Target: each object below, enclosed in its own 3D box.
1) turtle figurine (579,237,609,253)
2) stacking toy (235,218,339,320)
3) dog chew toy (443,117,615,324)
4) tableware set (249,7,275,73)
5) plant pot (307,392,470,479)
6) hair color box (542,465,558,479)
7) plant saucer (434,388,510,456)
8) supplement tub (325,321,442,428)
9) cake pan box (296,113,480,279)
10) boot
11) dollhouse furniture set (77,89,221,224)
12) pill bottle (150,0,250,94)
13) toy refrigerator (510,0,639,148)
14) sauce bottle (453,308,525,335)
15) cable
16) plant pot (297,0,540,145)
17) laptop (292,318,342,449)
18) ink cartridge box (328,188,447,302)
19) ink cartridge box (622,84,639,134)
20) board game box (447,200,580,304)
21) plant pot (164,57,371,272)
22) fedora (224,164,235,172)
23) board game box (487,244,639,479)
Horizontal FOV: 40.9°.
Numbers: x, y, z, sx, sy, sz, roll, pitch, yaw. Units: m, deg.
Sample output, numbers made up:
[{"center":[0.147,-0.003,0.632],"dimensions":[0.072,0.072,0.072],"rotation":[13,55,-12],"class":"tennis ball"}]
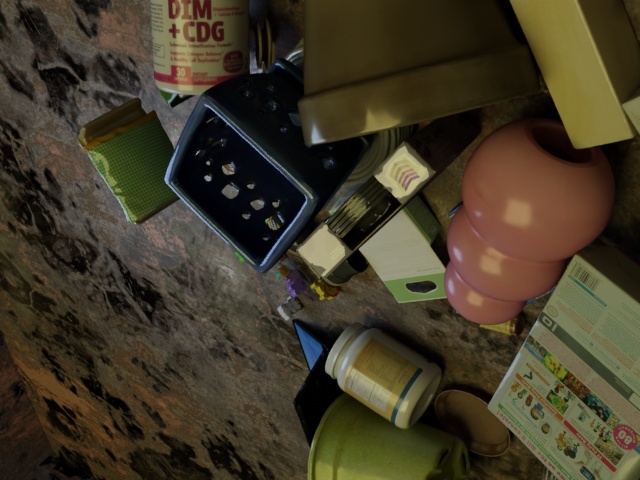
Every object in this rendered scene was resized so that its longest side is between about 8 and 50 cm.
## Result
[{"center":[0.470,0.095,1.222],"dimensions":[0.234,0.118,0.175],"rotation":[31,112,30],"class":"turtle figurine"},{"center":[-0.076,0.056,1.806],"dimensions":[0.221,0.052,0.167],"rotation":[53,141,-3],"class":"stacking toy"},{"center":[0.278,-0.008,1.232],"dimensions":[0.206,0.206,0.332],"rotation":[34,132,18],"class":"dog chew toy"},{"center":[-0.106,-0.287,1.471],"dimensions":[0.128,0.039,0.194],"rotation":[-104,14,-46],"class":"tableware set"},{"center":[0.156,0.464,1.760],"dimensions":[0.254,0.276,0.276],"rotation":[6,127,36],"class":"plant pot"},{"center":[0.560,0.445,1.467],"dimensions":[0.347,0.105,0.174],"rotation":[22,136,30],"class":"hair color box"},{"center":[0.306,0.355,1.704],"dimensions":[0.168,0.029,0.168],"rotation":[26,138,26],"class":"plant saucer"},{"center":[0.124,0.264,1.707],"dimensions":[0.199,0.144,0.144],"rotation":[31,140,22],"class":"supplement tub"},{"center":[0.103,-0.073,1.272],"dimensions":[0.070,0.267,0.246],"rotation":[45,121,3],"class":"cake pan box"},{"center":[0.000,0.000,1.641],"dimensions":[0.198,0.077,0.137],"rotation":[39,156,-10],"class":"boot"},{"center":[-0.255,-0.195,1.545],"dimensions":[0.197,0.301,0.151],"rotation":[55,145,-5],"class":"dollhouse furniture set"},{"center":[-0.195,-0.388,1.390],"dimensions":[0.160,0.160,0.283],"rotation":[16,115,35],"class":"pill bottle"},{"center":[0.323,-0.259,1.081],"dimensions":[0.094,0.102,0.269],"rotation":[-8,117,48],"class":"toy refrigerator"},{"center":[0.295,0.135,1.510],"dimensions":[0.128,0.042,0.042],"rotation":[14,132,40],"class":"sauce bottle"},{"center":[0.032,-0.217,1.417],"dimensions":[0.257,0.089,0.257],"rotation":[47,143,2],"class":"cable"},{"center":[0.106,-0.297,1.135],"dimensions":[0.323,0.323,0.280],"rotation":[-4,101,47],"class":"plant pot"},{"center":[-0.026,0.340,1.859],"dimensions":[0.136,0.264,0.234],"rotation":[-1,123,28],"class":"laptop"},{"center":[0.144,0.005,1.534],"dimensions":[0.171,0.056,0.235],"rotation":[-12,125,50],"class":"ink cartridge box"},{"center":[0.460,-0.190,1.003],"dimensions":[0.060,0.104,0.180],"rotation":[55,142,-7],"class":"ink cartridge box"},{"center":[0.314,-0.001,1.373],"dimensions":[0.201,0.035,0.136],"rotation":[49,143,-2],"class":"board game box"},{"center":[-0.071,-0.129,1.345],"dimensions":[0.236,0.212,0.236],"rotation":[43,140,5],"class":"plant pot"},{"center":[-0.085,-0.148,1.564],"dimensions":[0.194,0.194,0.079],"rotation":[15,95,36],"class":"fedora"},{"center":[0.391,0.194,1.182],"dimensions":[0.224,0.097,0.303],"rotation":[47,130,34],"class":"board game box"}]
